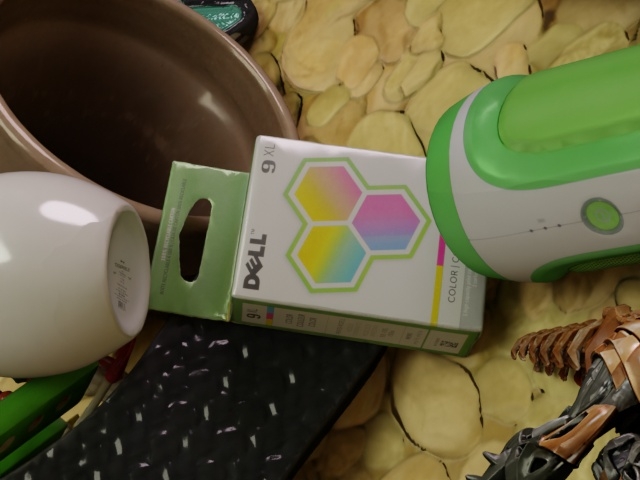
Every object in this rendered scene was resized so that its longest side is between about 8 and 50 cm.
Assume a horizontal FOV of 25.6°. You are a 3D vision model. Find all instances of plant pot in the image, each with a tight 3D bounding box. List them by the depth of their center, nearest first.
[{"bbox_3d":[-0.180,-0.037,1.063,0.229,0.263,0.263,-52,39,36],"label":"plant pot"}]

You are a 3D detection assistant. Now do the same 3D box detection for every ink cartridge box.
[{"bbox_3d":[0.000,0.000,0.879,0.062,0.209,0.109,98,180,-69],"label":"ink cartridge box"}]

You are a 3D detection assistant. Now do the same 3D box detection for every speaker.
[{"bbox_3d":[0.204,-0.053,0.750,0.296,0.131,0.131,-11,61,42],"label":"speaker"}]

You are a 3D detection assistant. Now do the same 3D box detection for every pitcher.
[{"bbox_3d":[-0.209,0.026,0.889,0.207,0.178,0.125,-2,82,12],"label":"pitcher"}]

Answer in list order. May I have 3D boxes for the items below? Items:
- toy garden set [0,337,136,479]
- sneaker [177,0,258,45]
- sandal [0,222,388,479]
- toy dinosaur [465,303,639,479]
[{"bbox_3d":[-0.212,0.145,0.976,0.049,0.204,0.244,41,129,10],"label":"toy garden set"},{"bbox_3d":[-0.148,-0.136,1.198,0.223,0.098,0.083,-24,54,4],"label":"sneaker"},{"bbox_3d":[-0.105,0.169,0.893,0.167,0.107,0.446,39,70,12],"label":"sandal"},{"bbox_3d":[0.171,0.113,0.689,0.218,0.164,0.322,-57,-2,5],"label":"toy dinosaur"}]
